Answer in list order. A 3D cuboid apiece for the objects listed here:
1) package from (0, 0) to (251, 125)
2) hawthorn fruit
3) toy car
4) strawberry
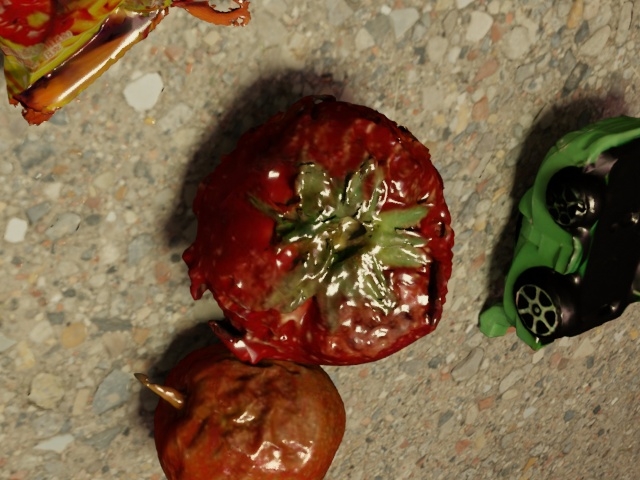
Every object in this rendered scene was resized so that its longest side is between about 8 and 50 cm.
[{"bbox_3d":[-0.189,-0.242,0.583,0.223,0.108,0.288,-29,126,-11],"label":"package"},{"bbox_3d":[-0.103,0.193,0.895,0.243,0.207,0.207,29,100,-35],"label":"hawthorn fruit"},{"bbox_3d":[0.343,0.001,1.115,0.213,0.176,0.358,-17,125,-28],"label":"toy car"},{"bbox_3d":[0.000,0.000,0.831,0.274,0.220,0.274,0,100,-3],"label":"strawberry"}]
